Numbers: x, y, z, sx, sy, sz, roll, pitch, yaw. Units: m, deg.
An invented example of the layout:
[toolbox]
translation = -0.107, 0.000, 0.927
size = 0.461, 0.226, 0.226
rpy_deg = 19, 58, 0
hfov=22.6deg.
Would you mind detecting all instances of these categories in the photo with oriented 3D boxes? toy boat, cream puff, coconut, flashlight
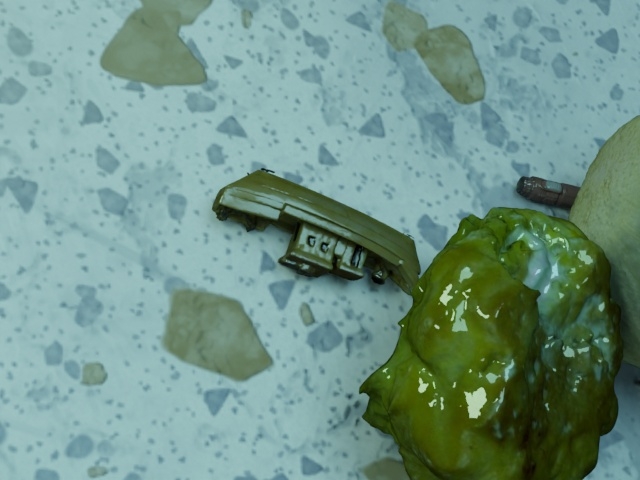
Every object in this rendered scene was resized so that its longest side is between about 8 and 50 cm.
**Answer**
[toy boat]
translation = 0.000, 0.000, 1.456
size = 0.206, 0.064, 0.072
rpy_deg = 24, 73, -13
[cream puff]
translation = 0.139, 0.100, 1.396
size = 0.282, 0.185, 0.281
rpy_deg = -2, 93, -49
[coconut]
translation = 0.406, 0.009, 1.503
size = 0.329, 0.329, 0.328
rpy_deg = 10, 63, -21
[flashlight]
translation = 0.250, -0.046, 1.610
size = 0.110, 0.031, 0.052
rpy_deg = 12, 63, -20
